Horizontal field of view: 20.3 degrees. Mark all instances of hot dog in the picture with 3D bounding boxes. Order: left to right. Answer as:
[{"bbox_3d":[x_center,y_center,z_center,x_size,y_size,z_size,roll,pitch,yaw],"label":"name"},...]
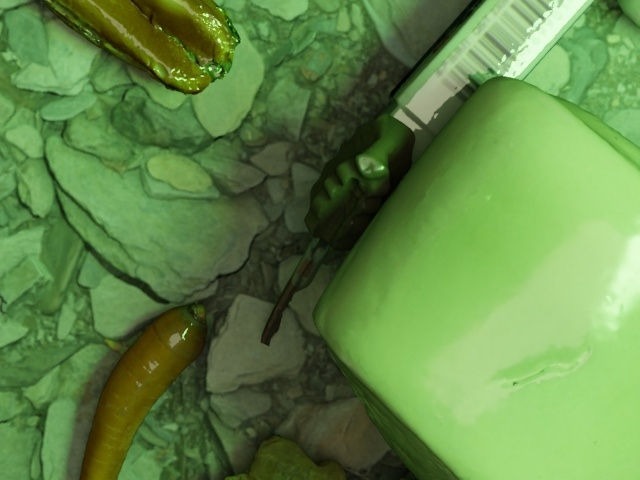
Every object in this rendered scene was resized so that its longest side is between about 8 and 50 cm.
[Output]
[{"bbox_3d":[-0.199,-0.242,1.737,0.269,0.072,0.115,41,93,-9],"label":"hot dog"}]

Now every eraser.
[{"bbox_3d":[0.154,-0.177,1.737,0.081,0.124,0.279,41,93,-6],"label":"eraser"}]

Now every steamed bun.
[{"bbox_3d":[0.238,0.106,1.646,0.456,0.290,0.371,37,91,-33],"label":"steamed bun"}]

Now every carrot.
[{"bbox_3d":[-0.196,0.173,1.803,0.062,0.066,0.271,39,99,37],"label":"carrot"}]

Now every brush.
[{"bbox_3d":[0.000,0.000,1.716,0.071,0.084,0.301,34,132,2],"label":"brush"}]

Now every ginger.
[{"bbox_3d":[-0.101,0.311,1.813,0.294,0.086,0.131,-33,101,6],"label":"ginger"}]

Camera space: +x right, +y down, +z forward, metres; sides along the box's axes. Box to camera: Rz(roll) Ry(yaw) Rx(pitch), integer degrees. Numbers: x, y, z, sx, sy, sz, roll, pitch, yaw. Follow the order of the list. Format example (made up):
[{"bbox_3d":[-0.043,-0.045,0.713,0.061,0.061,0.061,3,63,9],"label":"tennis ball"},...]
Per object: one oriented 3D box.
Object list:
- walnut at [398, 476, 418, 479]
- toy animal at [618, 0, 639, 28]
[{"bbox_3d":[0.099,0.357,1.776,0.198,0.198,0.245,-6,91,-2],"label":"walnut"},{"bbox_3d":[0.343,-0.268,1.729,0.166,0.138,0.179,-30,106,-15],"label":"toy animal"}]
